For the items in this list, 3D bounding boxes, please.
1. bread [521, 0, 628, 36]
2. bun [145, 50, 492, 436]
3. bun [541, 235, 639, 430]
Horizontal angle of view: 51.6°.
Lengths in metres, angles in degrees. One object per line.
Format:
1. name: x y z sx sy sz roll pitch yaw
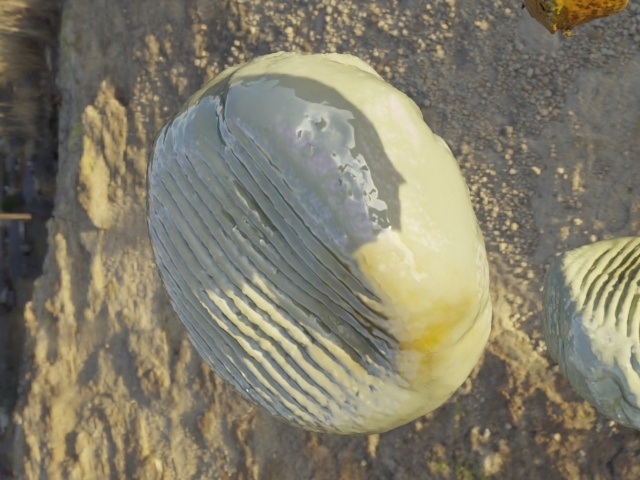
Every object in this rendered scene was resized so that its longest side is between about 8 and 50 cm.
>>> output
1. bread: 0.453 -0.566 1.184 0.204 0.337 0.358 -2 72 15
2. bun: 0.000 0.000 0.626 0.365 0.219 0.365 25 132 31
3. bun: 0.505 0.145 1.009 0.352 0.349 0.227 14 127 41
